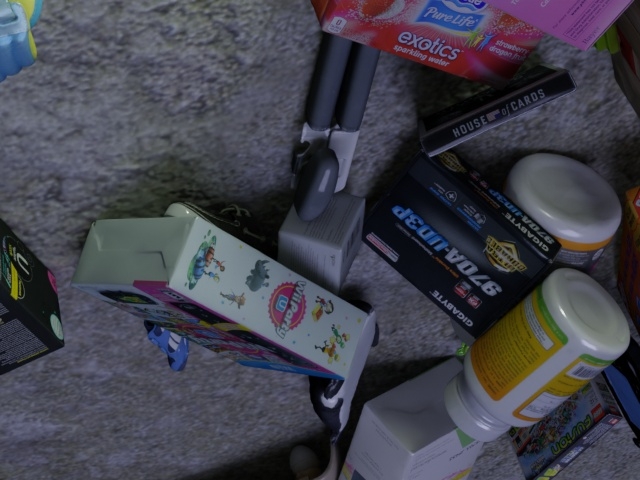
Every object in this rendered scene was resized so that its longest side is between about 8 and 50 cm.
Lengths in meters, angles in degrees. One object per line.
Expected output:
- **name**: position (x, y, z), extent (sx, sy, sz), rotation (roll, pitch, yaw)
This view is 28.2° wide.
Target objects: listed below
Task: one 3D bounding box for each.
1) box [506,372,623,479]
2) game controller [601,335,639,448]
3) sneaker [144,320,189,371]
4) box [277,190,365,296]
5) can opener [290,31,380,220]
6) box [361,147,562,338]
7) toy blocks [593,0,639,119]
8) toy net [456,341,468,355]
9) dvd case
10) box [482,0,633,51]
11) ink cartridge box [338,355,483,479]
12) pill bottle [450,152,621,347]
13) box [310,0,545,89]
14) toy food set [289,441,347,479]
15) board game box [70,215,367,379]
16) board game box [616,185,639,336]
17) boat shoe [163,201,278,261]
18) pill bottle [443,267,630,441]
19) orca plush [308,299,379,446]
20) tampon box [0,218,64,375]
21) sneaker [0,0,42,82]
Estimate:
- **box**: position (0.407, 0.310, 2.143), extent (0.036, 0.114, 0.207), rotation (17, 127, -34)
- **game controller**: position (0.480, 0.236, 1.944), extent (0.067, 0.166, 0.319), rotation (-31, 120, 4)
- **sneaker**: position (-0.214, 0.124, 1.765), extent (0.059, 0.053, 0.144), rotation (-10, 129, -11)
- **box**: position (0.000, 0.000, 1.649), extent (0.087, 0.101, 0.102), rotation (17, 138, 10)
- **can opener**: position (0.023, -0.148, 1.533), extent (0.074, 0.093, 0.280), rotation (-1, 131, -18)
- **box**: position (0.176, -0.002, 1.659), extent (0.220, 0.051, 0.175), rotation (42, 129, 3)
- **toy blocks**: position (0.416, -0.219, 1.463), extent (0.190, 0.261, 0.381), rotation (-22, 139, 4)
- **toy net**: position (0.327, 0.135, 1.982), extent (0.232, 0.045, 0.122), rotation (-31, 124, 10)
- **dvd case**: position (0.200, -0.157, 1.501), extent (0.179, 0.239, 0.029), rotation (-25, 98, 7)
- **box**: position (0.186, -0.335, 1.289), extent (0.243, 0.213, 0.117), rotation (17, 128, -33)
- **ink cartridge box**: position (0.139, 0.374, 2.050), extent (0.207, 0.119, 0.353), rotation (-23, 144, -35)
- **pill bottle**: position (0.287, 0.028, 1.759), extent (0.162, 0.162, 0.278), rotation (1, 136, -21)
- **box**: position (0.120, -0.277, 1.396), extent (0.257, 0.123, 0.128), rotation (14, 129, -31)
- **toy food set**: position (-0.087, 0.429, 2.128), extent (0.306, 0.092, 0.220), rotation (-21, 150, 5)
- **board game box**: position (-0.126, 0.074, 1.614), extent (0.303, 0.097, 0.224), rotation (29, 161, -37)
- **board game box**: position (0.646, 0.090, 1.746), extent (0.356, 0.356, 0.356), rotation (-20, 155, 2)
- **boat shoe**: position (-0.117, -0.009, 1.646), extent (0.219, 0.078, 0.070), rotation (37, 75, -48)
- **pill bottle**: position (0.275, 0.159, 1.677), extent (0.136, 0.136, 0.246), rotation (16, 133, -33)
- **orca plush**: position (0.012, 0.180, 1.908), extent (0.151, 0.102, 0.287), rotation (-55, 162, -27)
- **tampon box**: position (-0.404, 0.067, 1.579), extent (0.101, 0.120, 0.161), rotation (-24, 139, 7)
- **sneaker**: position (-0.397, -0.252, 1.239), extent (0.208, 0.127, 0.319), rotation (-25, 148, 10)
